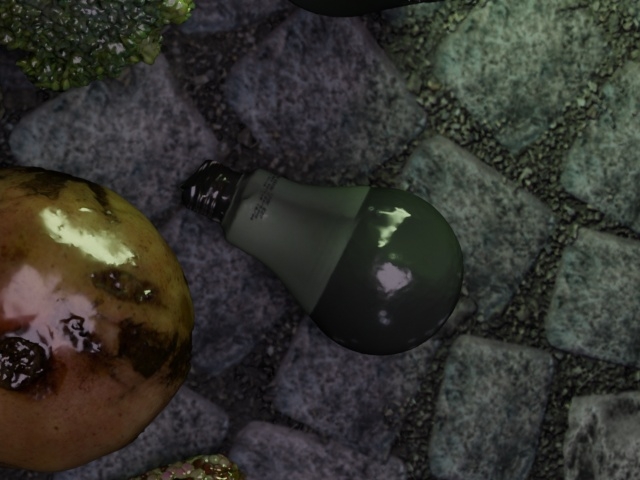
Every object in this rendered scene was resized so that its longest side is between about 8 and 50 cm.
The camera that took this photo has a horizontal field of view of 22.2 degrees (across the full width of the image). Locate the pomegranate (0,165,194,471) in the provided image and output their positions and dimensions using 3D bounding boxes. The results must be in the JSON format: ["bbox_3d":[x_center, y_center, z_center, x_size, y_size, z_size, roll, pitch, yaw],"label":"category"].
[{"bbox_3d":[-0.285,0.080,1.620,0.322,0.322,0.322,-1,94,-17],"label":"pomegranate"}]

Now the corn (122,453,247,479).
[{"bbox_3d":[-0.209,0.306,1.755,0.280,0.092,0.092,-17,99,-11],"label":"corn"}]

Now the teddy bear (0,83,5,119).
[{"bbox_3d":[-0.537,-0.191,1.561,0.357,0.224,0.367,-31,99,-26],"label":"teddy bear"}]

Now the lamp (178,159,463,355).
[{"bbox_3d":[0.015,-0.011,1.771,0.314,0.182,0.182,42,81,3],"label":"lamp"}]

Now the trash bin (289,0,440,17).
[{"bbox_3d":[0.060,-0.347,1.697,0.277,0.262,0.217,-28,101,-13],"label":"trash bin"}]

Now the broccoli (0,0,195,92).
[{"bbox_3d":[-0.248,-0.295,1.612,0.260,0.235,0.288,-11,91,-23],"label":"broccoli"}]
